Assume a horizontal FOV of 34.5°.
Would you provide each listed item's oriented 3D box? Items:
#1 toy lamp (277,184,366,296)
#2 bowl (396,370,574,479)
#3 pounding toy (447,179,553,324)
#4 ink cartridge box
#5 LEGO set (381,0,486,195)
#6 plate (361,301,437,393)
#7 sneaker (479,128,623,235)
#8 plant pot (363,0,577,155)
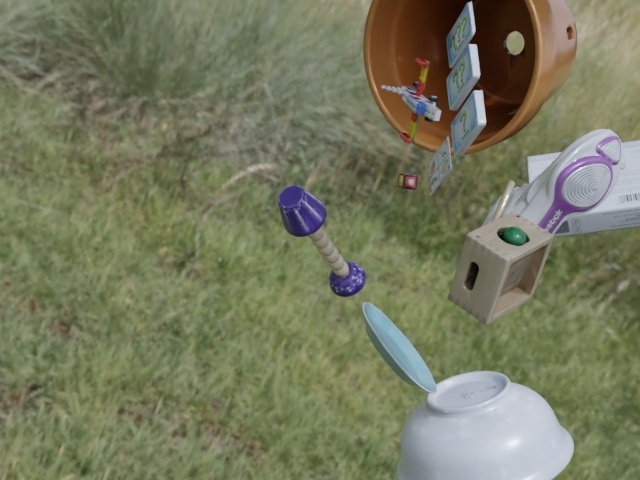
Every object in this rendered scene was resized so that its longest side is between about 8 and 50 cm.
[{"bbox_3d":[0.000,0.000,1.750,0.080,0.080,0.275,41,-11,37],"label":"toy lamp"},{"bbox_3d":[0.256,0.305,1.697,0.297,0.134,0.298,-15,14,4],"label":"bowl"},{"bbox_3d":[0.245,0.014,1.409,0.100,0.141,0.130,35,40,31],"label":"pounding toy"},{"bbox_3d":[0.576,-0.110,2.176,0.275,0.060,0.239,-7,35,15],"label":"ink cartridge box"},{"bbox_3d":[0.136,-0.164,1.320,0.060,0.244,0.183,5,64,-14],"label":"LEGO set"},{"bbox_3d":[0.122,0.180,1.680,0.188,0.024,0.188,48,10,-12],"label":"plate"},{"bbox_3d":[0.349,-0.069,1.649,0.114,0.305,0.152,40,5,-31],"label":"sneaker"},{"bbox_3d":[0.235,-0.280,1.488,0.291,0.291,0.203,36,32,28],"label":"plant pot"}]
